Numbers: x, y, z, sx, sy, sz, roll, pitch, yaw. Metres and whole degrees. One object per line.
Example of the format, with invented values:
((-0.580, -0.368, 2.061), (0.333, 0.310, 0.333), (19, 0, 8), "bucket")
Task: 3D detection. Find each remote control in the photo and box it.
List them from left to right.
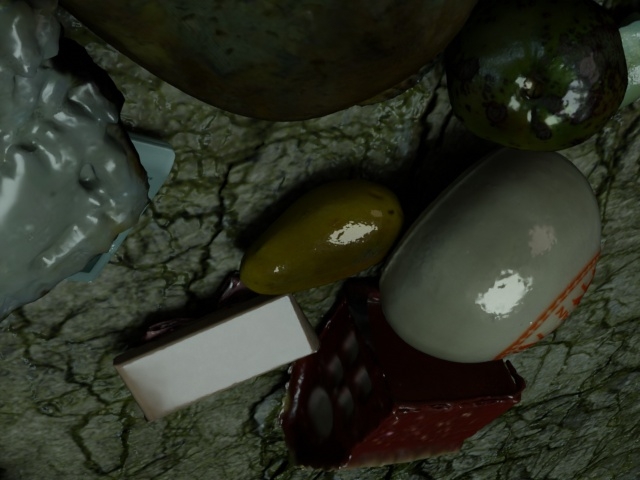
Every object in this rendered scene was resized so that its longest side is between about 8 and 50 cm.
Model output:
((-0.178, -0.024, 0.651), (0.061, 0.029, 0.162), (13, 134, -37), "remote control")

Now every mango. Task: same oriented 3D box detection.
((0.000, 0.000, 0.745), (0.161, 0.076, 0.103), (-26, 150, 5), "mango")

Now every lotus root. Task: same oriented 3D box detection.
((-0.011, -0.164, 0.483), (0.267, 0.149, 0.260), (-30, 143, 11), "lotus root")

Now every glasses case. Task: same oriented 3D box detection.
((-0.110, 0.092, 0.814), (0.194, 0.070, 0.102), (-24, 116, 1), "glasses case")

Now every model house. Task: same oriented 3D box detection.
((0.075, 0.182, 0.944), (0.196, 0.160, 0.254), (1, 137, -32), "model house")

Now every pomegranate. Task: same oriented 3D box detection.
((0.171, -0.123, 0.652), (0.138, 0.125, 0.163), (3, 156, 16), "pomegranate")

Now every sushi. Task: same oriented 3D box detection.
((-0.220, -0.088, 0.424), (0.197, 0.181, 0.343), (-31, 148, 1), "sushi")

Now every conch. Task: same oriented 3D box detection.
((0.265, -0.157, 0.711), (0.088, 0.065, 0.180), (3, 138, -46), "conch")

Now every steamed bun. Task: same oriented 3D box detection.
((0.174, 0.027, 0.771), (0.232, 0.145, 0.231), (-38, 159, -18), "steamed bun")
